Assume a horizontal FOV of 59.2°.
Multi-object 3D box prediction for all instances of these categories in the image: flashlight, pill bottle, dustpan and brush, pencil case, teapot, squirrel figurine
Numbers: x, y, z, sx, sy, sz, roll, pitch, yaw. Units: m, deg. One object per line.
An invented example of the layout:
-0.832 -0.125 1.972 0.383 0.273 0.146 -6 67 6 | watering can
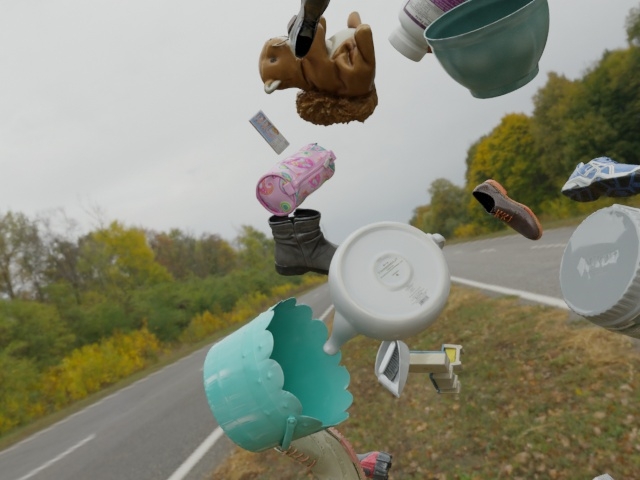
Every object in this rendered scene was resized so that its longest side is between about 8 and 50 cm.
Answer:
0.096 0.756 1.980 0.304 0.103 0.103 12 -26 19 | flashlight
0.337 -0.688 1.665 0.169 0.169 0.301 -15 -29 -50 | pill bottle
0.186 0.270 1.423 0.060 0.211 0.147 23 -1 -18 | dustpan and brush
-0.057 -0.166 1.480 0.124 0.124 0.284 -22 13 33 | pencil case
0.135 0.094 1.137 0.256 0.252 0.187 1 -28 0 | teapot
-0.009 -0.539 1.887 0.370 0.397 0.281 -13 38 1 | squirrel figurine

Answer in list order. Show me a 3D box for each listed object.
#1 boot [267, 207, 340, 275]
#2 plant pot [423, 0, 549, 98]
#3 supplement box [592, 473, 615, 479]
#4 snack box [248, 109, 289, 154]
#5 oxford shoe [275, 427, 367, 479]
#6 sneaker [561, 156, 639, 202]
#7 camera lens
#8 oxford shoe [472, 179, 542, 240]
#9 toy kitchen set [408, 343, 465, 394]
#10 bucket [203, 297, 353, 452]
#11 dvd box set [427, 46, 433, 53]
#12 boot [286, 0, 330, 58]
0.000 0.000 1.882 0.338 0.222 0.118 -6 31 -7 | boot
0.425 -0.475 1.386 0.293 0.196 0.293 -22 29 13 | plant pot
0.692 0.651 1.370 0.114 0.111 0.220 -49 -36 8 | supplement box
-0.198 -0.420 2.193 0.064 0.178 0.022 -47 23 -14 | snack box
-0.041 0.507 1.381 0.146 0.397 0.140 -19 -30 -50 | oxford shoe
0.575 -0.132 1.132 0.080 0.081 0.211 27 -9 -18 | sneaker
0.600 0.073 0.989 0.274 0.219 0.219 16 -13 -11 | camera lens
0.625 -0.089 1.906 0.098 0.271 0.097 -25 -31 -34 | oxford shoe
0.344 0.348 1.683 0.122 0.207 0.166 -6 47 26 | toy kitchen set
-0.083 0.272 1.117 0.183 0.281 0.281 -31 -8 20 | bucket
0.520 -0.743 1.906 0.420 0.062 0.307 7 -19 10 | dvd box set
-0.018 -0.571 1.447 0.082 0.106 0.219 6 -30 -25 | boot
